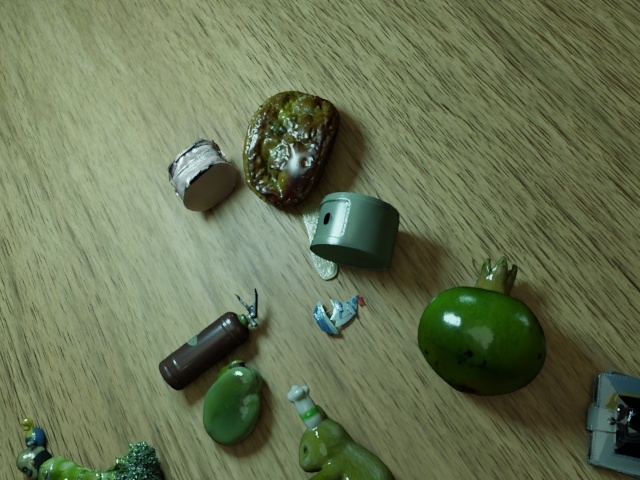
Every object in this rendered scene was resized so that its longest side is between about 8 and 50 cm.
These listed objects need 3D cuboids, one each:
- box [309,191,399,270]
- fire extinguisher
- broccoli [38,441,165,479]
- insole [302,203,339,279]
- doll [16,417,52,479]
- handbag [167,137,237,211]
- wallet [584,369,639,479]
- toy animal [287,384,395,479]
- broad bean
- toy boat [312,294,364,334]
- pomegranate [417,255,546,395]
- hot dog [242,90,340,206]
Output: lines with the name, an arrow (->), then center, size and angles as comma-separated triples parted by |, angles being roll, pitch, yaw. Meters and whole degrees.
box -> 0.096, -0.020, 1.383 | 0.226, 0.226, 0.149 | 10, 74, 15
fire extinguisher -> -0.302, 0.271, 1.436 | 0.344, 0.102, 0.138 | -38, 67, -2
broccoli -> -0.593, 0.644, 1.341 | 0.362, 0.221, 0.251 | 24, 114, 19
insole -> 0.000, 0.000, 1.511 | 0.081, 0.011, 0.247 | -19, 69, 6
doll -> -0.833, 0.609, 1.449 | 0.089, 0.102, 0.179 | -17, 62, -36
handbag -> -0.371, -0.202, 1.575 | 0.205, 0.179, 0.116 | -42, 62, -5
wallet -> 0.720, 0.435, 1.182 | 0.170, 0.069, 0.230 | 13, 76, 11
toy animal -> 0.021, 0.543, 1.241 | 0.363, 0.181, 0.180 | 40, 74, 19
broad bean -> -0.242, 0.442, 1.371 | 0.170, 0.100, 0.227 | -1, 73, 19
toy boat -> 0.054, 0.214, 1.425 | 0.150, 0.034, 0.105 | -6, 67, -3
pomegranate -> 0.408, 0.201, 1.247 | 0.310, 0.216, 0.358 | 15, 75, 20
hot dog -> -0.090, -0.292, 1.541 | 0.267, 0.174, 0.387 | 16, 75, 14
